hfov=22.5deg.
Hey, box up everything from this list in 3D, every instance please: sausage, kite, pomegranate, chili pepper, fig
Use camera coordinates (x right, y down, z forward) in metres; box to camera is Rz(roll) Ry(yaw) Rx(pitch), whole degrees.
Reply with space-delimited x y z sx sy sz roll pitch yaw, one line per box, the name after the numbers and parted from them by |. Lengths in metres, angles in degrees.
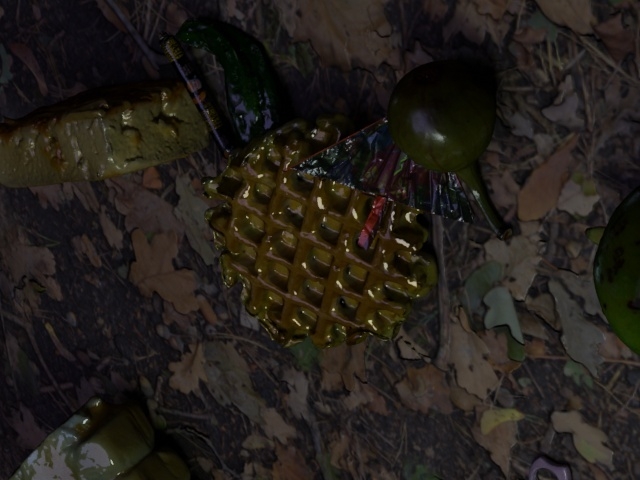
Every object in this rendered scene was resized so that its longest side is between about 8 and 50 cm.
-0.157 -0.186 2.099 0.198 0.028 0.025 62 160 -12 | sausage
0.077 -0.079 1.884 0.232 0.009 0.189 19 96 -1 | kite
0.358 0.016 1.597 0.263 0.211 0.211 40 139 55 | pomegranate
-0.095 -0.162 2.041 0.122 0.065 0.278 -13 100 61 | chili pepper
0.162 -0.098 1.812 0.124 0.124 0.236 4 138 44 | fig

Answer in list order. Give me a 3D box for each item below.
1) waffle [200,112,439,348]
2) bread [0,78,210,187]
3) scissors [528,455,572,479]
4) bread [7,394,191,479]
0.000 0.000 1.991 0.325 0.068 0.302 -20 103 36 | waffle
-0.304 -0.145 2.168 0.275 0.185 0.114 -5 102 46 | bread
0.258 0.343 2.001 0.110 0.021 0.212 56 138 8 | scissors
-0.307 0.423 2.469 0.341 0.210 0.300 45 114 8 | bread
